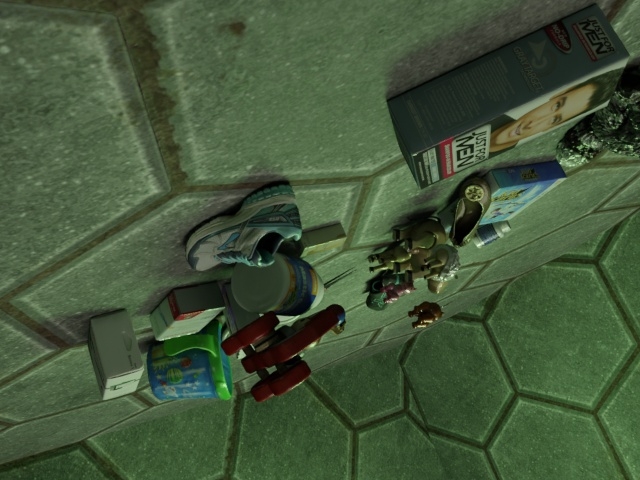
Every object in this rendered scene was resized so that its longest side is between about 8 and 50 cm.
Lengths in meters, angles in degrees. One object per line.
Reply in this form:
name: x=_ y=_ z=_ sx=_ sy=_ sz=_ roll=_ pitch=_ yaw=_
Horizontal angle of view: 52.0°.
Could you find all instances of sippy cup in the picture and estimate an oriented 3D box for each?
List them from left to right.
sippy cup: x=-0.394 y=0.376 z=1.968 sx=0.224 sy=0.305 sz=0.240 roll=-10 pitch=-157 yaw=-4

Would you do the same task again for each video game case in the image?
video game case: x=0.497 y=-0.119 z=1.803 sx=0.269 sy=0.061 sz=0.244 roll=-11 pitch=158 yaw=-32

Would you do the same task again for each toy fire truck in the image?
toy fire truck: x=-0.070 y=0.231 z=1.534 sx=0.254 sy=0.169 sz=0.302 roll=-33 pitch=178 yaw=-31

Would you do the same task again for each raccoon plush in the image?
raccoon plush: x=0.754 y=-0.198 z=1.477 sx=0.216 sy=0.299 sz=0.446 roll=-19 pitch=163 yaw=-10

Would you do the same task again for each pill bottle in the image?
pill bottle: x=-0.092 y=0.111 z=1.622 sx=0.152 sy=0.152 sz=0.272 roll=-28 pitch=162 yaw=18
pill bottle: x=0.551 y=-0.029 z=2.122 sx=0.120 sy=0.067 sz=0.067 roll=-30 pitch=161 yaw=23

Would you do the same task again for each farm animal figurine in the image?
farm animal figurine: x=0.287 y=0.066 z=1.854 sx=0.172 sy=0.330 sz=0.327 roll=-13 pitch=132 yaw=-20

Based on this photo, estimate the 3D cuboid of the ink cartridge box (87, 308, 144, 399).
ink cartridge box: x=-0.511 y=0.286 z=1.624 sx=0.092 sy=0.160 sz=0.219 roll=-13 pitch=160 yaw=-26

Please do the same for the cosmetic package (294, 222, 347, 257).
cosmetic package: x=0.000 y=0.000 z=1.588 sx=0.115 sy=0.041 sz=0.060 roll=-16 pitch=161 yaw=-20

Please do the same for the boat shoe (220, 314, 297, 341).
boat shoe: x=-0.165 y=0.210 z=1.939 sx=0.302 sy=0.114 sz=0.091 roll=-28 pitch=-157 yaw=-7

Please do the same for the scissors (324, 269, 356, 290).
scissors: x=0.002 y=0.160 z=2.113 sx=0.297 sy=0.021 sz=0.109 roll=-28 pitch=159 yaw=16

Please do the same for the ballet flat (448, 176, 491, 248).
ballet flat: x=0.381 y=-0.064 z=1.701 sx=0.058 sy=0.084 sz=0.250 roll=-55 pitch=163 yaw=-37

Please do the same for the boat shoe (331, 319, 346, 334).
boat shoe: x=0.065 y=0.326 z=2.581 sx=0.073 sy=0.073 sz=0.207 roll=-24 pitch=163 yaw=11

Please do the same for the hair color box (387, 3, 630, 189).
hair color box: x=0.317 y=-0.238 z=1.144 sx=0.374 sy=0.113 sz=0.185 roll=-25 pitch=162 yaw=6

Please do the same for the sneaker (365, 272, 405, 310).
sneaker: x=0.213 y=0.172 z=2.316 sx=0.106 sy=0.101 sz=0.267 roll=10 pitch=152 yaw=-20

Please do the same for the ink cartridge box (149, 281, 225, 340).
ink cartridge box: x=-0.340 y=0.180 z=1.660 sx=0.127 sy=0.072 sz=0.175 roll=-8 pitch=158 yaw=-40

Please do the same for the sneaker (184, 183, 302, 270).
sneaker: x=-0.154 y=0.005 z=1.282 sx=0.283 sy=0.122 sz=0.110 roll=-32 pitch=160 yaw=29

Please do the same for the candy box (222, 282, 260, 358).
candy box: x=-0.210 y=0.214 z=1.763 sx=0.070 sy=0.165 sz=0.196 roll=-15 pitch=162 yaw=-16
